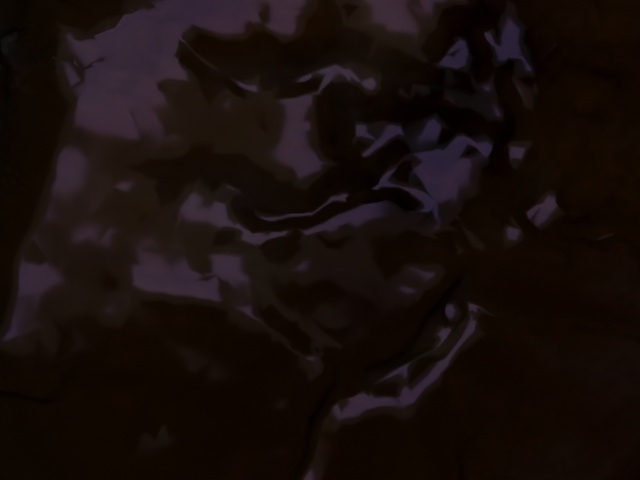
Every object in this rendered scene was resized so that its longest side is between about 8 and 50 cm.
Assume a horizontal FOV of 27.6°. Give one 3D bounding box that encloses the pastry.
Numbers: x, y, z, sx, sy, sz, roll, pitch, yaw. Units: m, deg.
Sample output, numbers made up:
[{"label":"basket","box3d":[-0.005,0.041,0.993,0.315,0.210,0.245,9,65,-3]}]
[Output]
[{"label":"pastry","box3d":[0.000,0.000,0.666,0.409,0.245,0.410,0,90,1]}]
